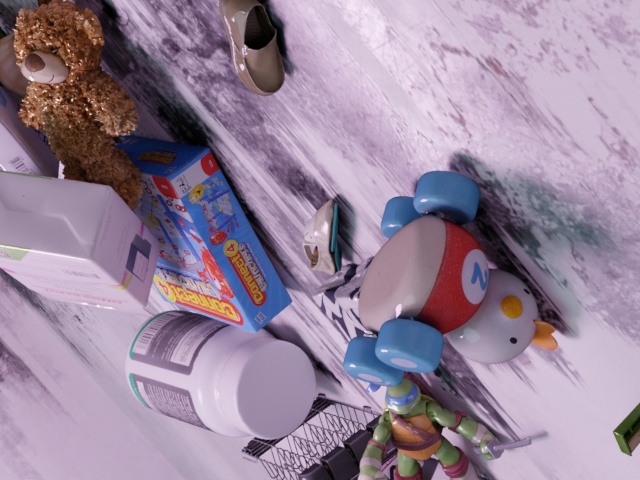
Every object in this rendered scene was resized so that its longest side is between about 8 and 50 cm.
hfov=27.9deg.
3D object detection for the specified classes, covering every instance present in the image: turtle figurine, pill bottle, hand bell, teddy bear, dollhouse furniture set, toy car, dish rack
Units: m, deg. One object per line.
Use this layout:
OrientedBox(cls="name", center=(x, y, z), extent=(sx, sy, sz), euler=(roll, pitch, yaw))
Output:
OrientedBox(cls="turtle figurine", center=(0.164, 0.343, 1.905), extent=(0.274, 0.198, 0.266), euler=(34, 159, 36))
OrientedBox(cls="pill bottle", center=(-0.183, 0.243, 2.329), extent=(0.361, 0.204, 0.204), euler=(7, 136, 53))
OrientedBox(cls="hand bell", center=(-0.417, -0.334, 1.943), extent=(0.126, 0.126, 0.242), euler=(44, 145, 6))
OrientedBox(cls="teddy bear", center=(-0.365, -0.184, 1.907), extent=(0.245, 0.113, 0.338), euler=(40, 147, 28))
OrientedBox(cls="dollhouse furniture set", center=(0.408, 0.228, 1.449), extent=(0.151, 0.058, 0.076), euler=(19, 146, 49))
OrientedBox(cls="toy car", center=(0.178, 0.073, 1.483), extent=(0.238, 0.219, 0.210), euler=(20, 161, -12))
OrientedBox(cls="dish rack", center=(-0.007, 0.356, 2.231), extent=(0.271, 0.208, 0.074), euler=(6, 123, 59))

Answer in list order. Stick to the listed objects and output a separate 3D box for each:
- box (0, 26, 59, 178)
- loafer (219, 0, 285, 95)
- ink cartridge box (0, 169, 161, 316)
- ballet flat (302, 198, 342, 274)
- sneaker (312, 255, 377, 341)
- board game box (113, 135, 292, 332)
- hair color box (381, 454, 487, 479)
OrientedBox(cls="box", center=(-0.508, -0.226, 2.084), extent=(0.232, 0.058, 0.322), euler=(54, -172, -29))
OrientedBox(cls="loafer", center=(-0.077, -0.230, 1.532), extent=(0.050, 0.056, 0.148), euler=(31, 155, 46))
OrientedBox(cls="ink cartridge box", center=(-0.376, 0.011, 1.980), extent=(0.207, 0.119, 0.353), euler=(9, 164, 10))
OrientedBox(cls="ballet flat", center=(0.000, 0.000, 1.777), extent=(0.052, 0.057, 0.168), euler=(4, 148, 6))
OrientedBox(cls="sneaker", center=(0.085, 0.109, 1.779), extent=(0.153, 0.094, 0.235), euler=(48, 158, -9))
OrientedBox(cls="board game box", center=(-0.221, -0.017, 2.091), extent=(0.308, 0.086, 0.302), euler=(13, 136, 54))
OrientedBox(cls="hair color box", center=(0.176, 0.466, 2.103), extent=(0.374, 0.185, 0.113), euler=(11, 139, 55))
